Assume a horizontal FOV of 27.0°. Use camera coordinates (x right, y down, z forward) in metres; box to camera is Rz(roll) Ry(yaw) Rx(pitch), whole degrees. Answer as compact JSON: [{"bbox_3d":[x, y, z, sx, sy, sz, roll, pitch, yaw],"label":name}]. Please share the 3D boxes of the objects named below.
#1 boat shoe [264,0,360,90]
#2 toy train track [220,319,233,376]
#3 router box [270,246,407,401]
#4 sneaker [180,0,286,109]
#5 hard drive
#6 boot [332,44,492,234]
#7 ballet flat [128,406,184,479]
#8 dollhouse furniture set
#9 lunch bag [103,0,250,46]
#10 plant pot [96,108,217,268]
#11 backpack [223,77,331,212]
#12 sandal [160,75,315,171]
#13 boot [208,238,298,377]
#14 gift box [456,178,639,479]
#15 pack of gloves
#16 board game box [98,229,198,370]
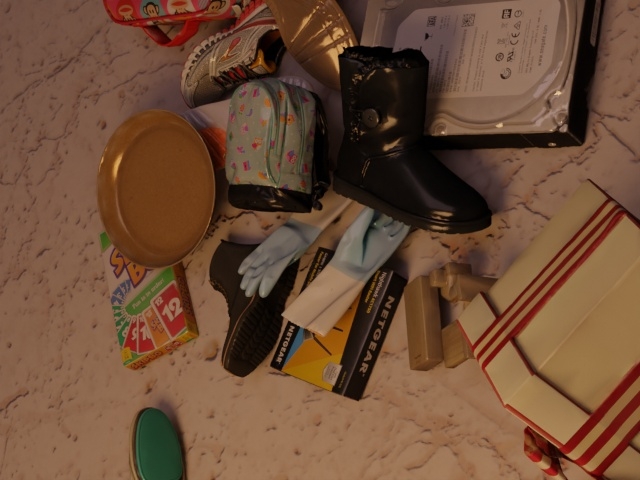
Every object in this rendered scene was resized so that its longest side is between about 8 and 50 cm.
[{"bbox_3d":[-0.028,-0.344,1.923,0.103,0.092,0.285,-40,89,22],"label":"boat shoe"},{"bbox_3d":[-0.127,0.152,1.897,0.048,0.014,0.083,-17,64,28],"label":"toy train track"},{"bbox_3d":[0.024,0.110,1.788,0.133,0.046,0.179,17,82,37],"label":"router box"},{"bbox_3d":[-0.120,-0.275,2.005,0.225,0.088,0.093,-42,56,15],"label":"sneaker"},{"bbox_3d":[0.202,-0.240,1.789,0.339,0.064,0.237,2,74,36],"label":"hard drive"},{"bbox_3d":[0.118,-0.134,1.714,0.246,0.094,0.207,22,121,34],"label":"boot"},{"bbox_3d":[-0.228,0.356,1.855,0.086,0.086,0.248,-31,59,22],"label":"ballet flat"},{"bbox_3d":[0.197,0.105,1.685,0.151,0.123,0.144,136,136,-58],"label":"dollhouse furniture set"},{"bbox_3d":[-0.230,-0.431,2.066,0.293,0.120,0.258,7,104,46],"label":"lunch bag"},{"bbox_3d":[-0.237,-0.076,1.972,0.236,0.032,0.236,1,92,35],"label":"plant pot"},{"bbox_3d":[-0.064,-0.132,1.836,0.152,0.115,0.182,5,88,43],"label":"backpack"},{"bbox_3d":[-0.112,-0.164,1.969,0.265,0.076,0.102,-19,82,22],"label":"sandal"},{"bbox_3d":[-0.121,0.092,1.887,0.137,0.077,0.198,7,64,41],"label":"boot"},{"bbox_3d":[0.323,0.134,1.421,0.258,0.276,0.255,-49,13,11],"label":"gift box"},{"bbox_3d":[0.000,0.000,1.792,0.195,0.046,0.232,24,65,39],"label":"pack of gloves"},{"bbox_3d":[-0.265,0.055,2.017,0.124,0.039,0.259,-29,56,21],"label":"board game box"}]
